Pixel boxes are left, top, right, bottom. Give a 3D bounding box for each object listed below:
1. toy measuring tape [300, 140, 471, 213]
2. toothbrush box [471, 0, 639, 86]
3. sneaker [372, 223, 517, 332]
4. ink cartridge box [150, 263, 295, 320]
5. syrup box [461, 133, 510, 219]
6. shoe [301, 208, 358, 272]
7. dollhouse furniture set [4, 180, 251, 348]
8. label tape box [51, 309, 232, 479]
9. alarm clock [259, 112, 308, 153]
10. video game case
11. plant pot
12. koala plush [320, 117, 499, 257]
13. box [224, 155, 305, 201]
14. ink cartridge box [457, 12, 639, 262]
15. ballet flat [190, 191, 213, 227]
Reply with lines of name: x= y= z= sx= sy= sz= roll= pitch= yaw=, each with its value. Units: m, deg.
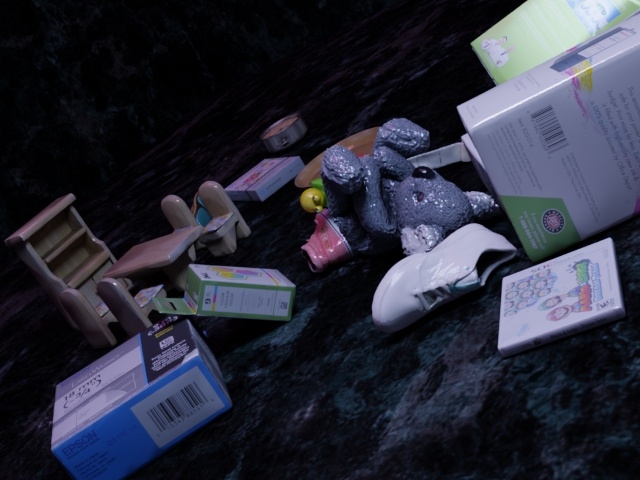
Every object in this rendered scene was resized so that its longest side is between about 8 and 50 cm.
toy measuring tape: x=0.126 y=-0.102 z=1.516 sx=0.330 sy=0.121 sz=0.121 roll=-16 pitch=17 yaw=-11
toothbrush box: x=0.386 y=-0.284 z=1.249 sx=0.283 sy=0.122 sz=0.206 roll=-37 pitch=-27 yaw=19
sneaker: x=0.164 y=0.052 z=1.165 sx=0.212 sy=0.080 sz=0.094 roll=-36 pitch=31 yaw=-17
ink cartridge box: x=-0.155 y=0.080 z=1.415 sx=0.209 sy=0.062 sz=0.109 roll=5 pitch=9 yaw=-19
syrup box: x=0.289 y=-0.109 z=1.330 sx=0.096 sy=0.093 sz=0.237 roll=-28 pitch=19 yaw=9
shoe: x=0.000 y=0.000 z=1.546 sx=0.081 sy=0.064 sz=0.178 roll=-28 pitch=23 yaw=-6
dollhouse furniture set: x=-0.424 y=0.017 z=1.861 sx=0.394 sy=0.256 sz=0.362 roll=-15 pitch=25 yaw=40
label tape box: x=-0.282 y=0.219 z=1.374 sx=0.240 sy=0.106 sz=0.333 roll=-33 pitch=19 yaw=-5
alarm clock: x=-0.096 y=-0.280 z=2.393 sx=0.129 sy=0.064 sz=0.192 roll=-28 pitch=17 yaw=10
video game case: x=0.276 y=0.064 z=1.035 sx=0.143 sy=0.019 sz=0.157 roll=-23 pitch=21 yaw=24
plant pot: x=0.053 y=-0.172 z=1.947 sx=0.236 sy=0.032 sz=0.236 roll=-28 pitch=20 yaw=11
koala plush: x=0.143 y=-0.050 z=1.344 sx=0.196 sy=0.203 sz=0.221 roll=-30 pitch=36 yaw=-34
box: x=-0.138 y=-0.149 z=2.174 sx=0.145 sy=0.038 sz=0.186 roll=-39 pitch=19 yaw=-22
ink cartridge box: x=0.377 y=-0.149 z=1.120 sx=0.353 sy=0.207 sz=0.119 roll=-26 pitch=20 yaw=12
ballet flat: x=-0.289 y=-0.057 z=2.124 sx=0.073 sy=0.080 sz=0.232 roll=-41 pitch=14 yaw=20
